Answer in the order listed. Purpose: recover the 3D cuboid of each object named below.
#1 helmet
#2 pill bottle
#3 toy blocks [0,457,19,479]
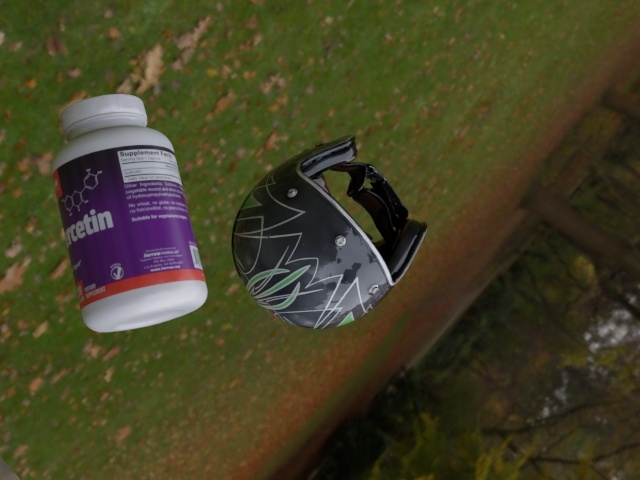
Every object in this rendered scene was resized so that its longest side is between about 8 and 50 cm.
[{"bbox_3d":[0.000,0.000,0.811,0.161,0.169,0.169,-47,170,-41],"label":"helmet"},{"bbox_3d":[-0.285,-0.039,1.320,0.181,0.323,0.181,-15,170,-3],"label":"pill bottle"},{"bbox_3d":[-0.251,0.131,0.288,0.381,0.261,0.191,0,99,-36],"label":"toy blocks"}]
